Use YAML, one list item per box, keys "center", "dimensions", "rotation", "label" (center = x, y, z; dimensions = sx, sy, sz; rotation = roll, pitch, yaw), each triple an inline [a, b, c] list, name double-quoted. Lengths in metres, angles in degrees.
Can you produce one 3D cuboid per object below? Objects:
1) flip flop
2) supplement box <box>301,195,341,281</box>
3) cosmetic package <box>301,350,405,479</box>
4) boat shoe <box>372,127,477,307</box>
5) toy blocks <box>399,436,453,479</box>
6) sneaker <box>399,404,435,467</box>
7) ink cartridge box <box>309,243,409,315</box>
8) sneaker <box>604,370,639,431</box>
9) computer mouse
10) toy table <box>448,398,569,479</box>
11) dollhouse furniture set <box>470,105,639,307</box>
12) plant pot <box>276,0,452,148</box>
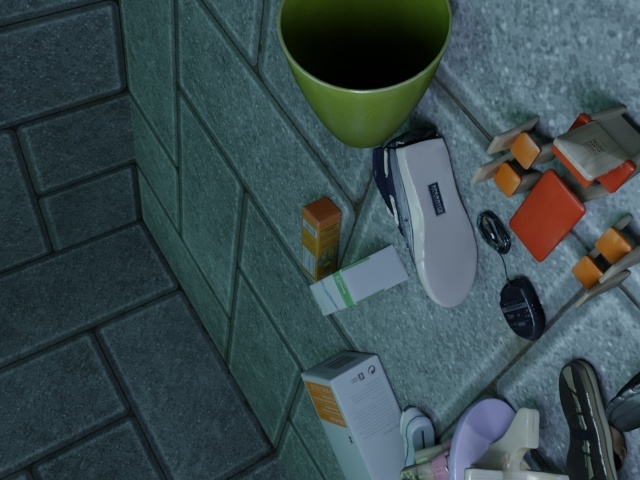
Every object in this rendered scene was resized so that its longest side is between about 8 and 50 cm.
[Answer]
- center: [0.470, 0.337, 1.177]
  dimensions: [0.112, 0.080, 0.277]
  rotation: [162, 100, -71]
  label: "flip flop"
- center: [0.000, 0.000, 1.830]
  dimensions: [0.080, 0.078, 0.234]
  rotation: [46, 151, 31]
  label: "supplement box"
- center: [0.133, 0.554, 1.972]
  dimensions: [0.454, 0.161, 0.230]
  rotation: [67, 157, -4]
  label: "cosmetic package"
- center: [0.196, -0.046, 1.345]
  dimensions: [0.158, 0.127, 0.341]
  rotation: [-166, 63, -69]
  label: "boat shoe"
- center: [0.327, 0.589, 1.497]
  dimensions: [0.260, 0.309, 0.289]
  rotation: [-22, 82, 25]
  label: "toy blocks"
- center: [0.255, 0.533, 1.810]
  dimensions: [0.091, 0.094, 0.258]
  rotation: [-116, 20, -56]
  label: "sneaker"
- center: [0.086, 0.098, 1.643]
  dimensions: [0.093, 0.154, 0.212]
  rotation: [63, 157, 5]
  label: "ink cartridge box"
- center: [0.502, 0.222, 0.962]
  dimensions: [0.130, 0.109, 0.286]
  rotation: [49, 154, 20]
  label: "sneaker"
- center: [0.339, 0.060, 1.235]
  dimensions: [0.071, 0.041, 0.242]
  rotation: [-25, 83, 58]
  label: "computer mouse"
- center: [0.355, 0.442, 1.324]
  dimensions: [0.161, 0.252, 0.275]
  rotation: [145, 121, -68]
  label: "toy table"
- center: [0.340, -0.062, 0.981]
  dimensions: [0.262, 0.135, 0.259]
  rotation: [55, 155, 22]
  label: "dollhouse furniture set"
- center: [0.074, -0.294, 1.216]
  dimensions: [0.275, 0.274, 0.293]
  rotation: [57, 171, 20]
  label: "plant pot"
